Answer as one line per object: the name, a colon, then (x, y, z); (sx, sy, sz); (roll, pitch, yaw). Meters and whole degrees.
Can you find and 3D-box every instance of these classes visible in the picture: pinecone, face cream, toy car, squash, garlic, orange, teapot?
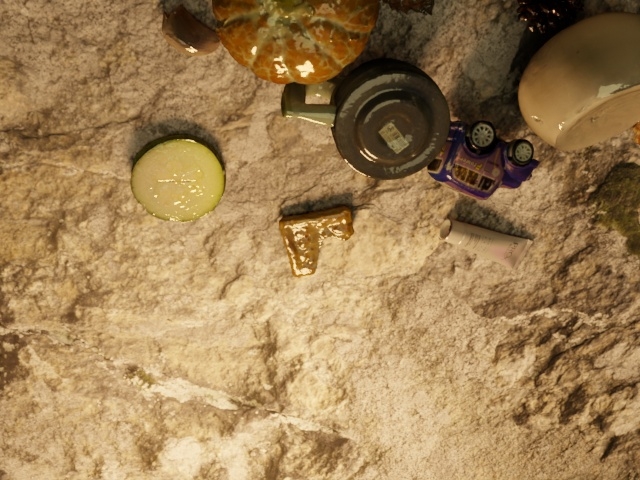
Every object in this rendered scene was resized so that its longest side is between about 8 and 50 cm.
pinecone: (0.466, -0.489, 1.777); (0.140, 0.140, 0.121); (28, 125, -20)
face cream: (0.403, 0.006, 2.125); (0.244, 0.058, 0.092); (17, 115, -21)
toy car: (0.351, -0.173, 1.908); (0.235, 0.172, 0.158); (21, 94, -14)
squash: (-0.323, -0.142, 1.989); (0.219, 0.041, 0.219); (-4, 122, -7)
garlic: (-0.267, -0.422, 1.797); (0.152, 0.066, 0.084); (35, 111, -20)
orange: (-0.047, -0.464, 1.669); (0.329, 0.249, 0.329); (3, 116, 7)
teapot: (0.092, -0.264, 1.824); (0.322, 0.239, 0.239); (-19, 121, 2)

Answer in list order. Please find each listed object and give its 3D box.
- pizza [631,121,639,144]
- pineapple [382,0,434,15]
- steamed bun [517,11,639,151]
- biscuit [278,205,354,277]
pizza: (0.742, -0.253, 2.011); (0.037, 0.016, 0.083); (-22, 125, 8)
pineapple: (0.173, -0.527, 1.712); (0.166, 0.166, 0.193); (-32, 115, 15)
steamed bun: (0.566, -0.339, 1.795); (0.324, 0.206, 0.324); (-19, 162, -6)
biscuit: (0.000, 0.000, 2.097); (0.183, 0.039, 0.174); (-14, 121, 5)
